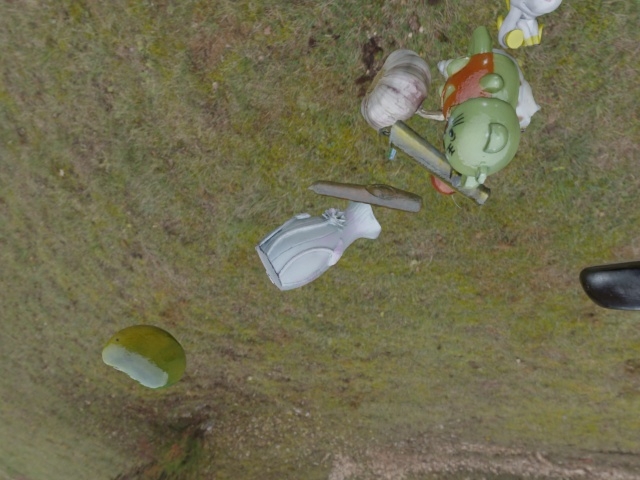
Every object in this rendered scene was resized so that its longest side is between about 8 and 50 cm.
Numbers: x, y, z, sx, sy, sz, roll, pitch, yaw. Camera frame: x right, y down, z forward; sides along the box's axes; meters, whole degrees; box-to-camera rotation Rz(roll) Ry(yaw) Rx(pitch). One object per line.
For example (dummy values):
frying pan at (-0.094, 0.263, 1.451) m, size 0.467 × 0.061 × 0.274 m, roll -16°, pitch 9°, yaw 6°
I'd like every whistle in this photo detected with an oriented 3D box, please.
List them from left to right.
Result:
whistle at (0.271, -0.179, 0.991) m, size 0.326 × 0.057 × 0.068 m, roll 27°, pitch 171°, yaw -23°
whistle at (0.238, -0.209, 0.638) m, size 0.106 × 0.289 × 0.131 m, roll 6°, pitch 156°, yaw 2°

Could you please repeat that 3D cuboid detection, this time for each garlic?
garlic at (0.267, -0.419, 1.257) m, size 0.253 × 0.245 × 0.245 m, roll 24°, pitch 125°, yaw -8°

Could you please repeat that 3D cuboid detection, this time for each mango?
mango at (-0.372, 0.249, 0.922) m, size 0.085 × 0.122 × 0.191 m, roll -2°, pitch 138°, yaw 36°

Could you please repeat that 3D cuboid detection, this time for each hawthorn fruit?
hawthorn fruit at (0.613, -0.254, 2.000) m, size 0.165 × 0.165 × 0.286 m, roll -6°, pitch 132°, yaw 17°

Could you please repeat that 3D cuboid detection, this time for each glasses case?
glasses case at (0.757, 0.105, 1.012) m, size 0.075 × 0.314 × 0.122 m, roll -26°, pitch 85°, yaw -12°

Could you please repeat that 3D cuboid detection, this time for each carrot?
carrot at (0.127, -0.135, 1.225) m, size 0.342 × 0.070 × 0.070 m, roll 10°, pitch 125°, yaw 3°

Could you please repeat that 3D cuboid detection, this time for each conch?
conch at (0.408, -0.383, 1.054) m, size 0.148 × 0.275 × 0.183 m, roll -6°, pitch 137°, yaw -21°

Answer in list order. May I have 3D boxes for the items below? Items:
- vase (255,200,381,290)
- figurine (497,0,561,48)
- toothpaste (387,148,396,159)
vase at (0.000, 0.000, 1.542) m, size 0.445 × 0.250 × 0.250 m, roll -29°, pitch 121°, yaw -17°
figurine at (0.423, -0.489, 0.872) m, size 0.109 × 0.130 × 0.178 m, roll -20°, pitch 146°, yaw -15°
toothpaste at (0.309, -0.383, 1.786) m, size 0.020 × 0.017 × 0.083 m, roll 9°, pitch 116°, yaw -20°
